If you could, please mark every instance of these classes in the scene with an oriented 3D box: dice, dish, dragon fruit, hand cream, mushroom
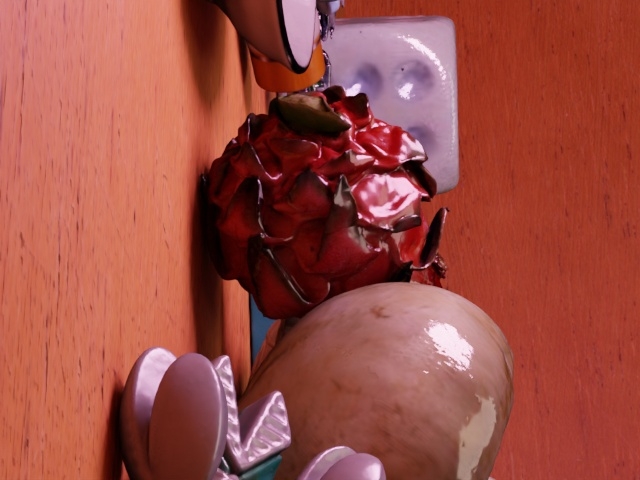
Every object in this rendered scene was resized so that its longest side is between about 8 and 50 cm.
[{"bbox_3d":[0.077,-0.205,2.113,0.262,0.268,0.265,-73,161,-78],"label":"dice"},{"bbox_3d":[-0.065,-0.313,1.322,0.316,0.106,0.317,1,90,-85],"label":"dish"},{"bbox_3d":[0.000,0.000,1.303,0.234,0.233,0.293,-79,160,-72],"label":"dragon fruit"},{"bbox_3d":[-0.063,-0.322,1.557,0.140,0.089,0.314,-110,-175,-51],"label":"hand cream"},{"bbox_3d":[0.040,0.201,1.164,0.352,0.260,0.352,-53,177,-5],"label":"mushroom"}]

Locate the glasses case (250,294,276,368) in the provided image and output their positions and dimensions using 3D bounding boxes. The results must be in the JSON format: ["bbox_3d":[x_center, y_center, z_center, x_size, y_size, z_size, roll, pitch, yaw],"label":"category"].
[{"bbox_3d":[-0.046,0.130,1.666,0.117,0.070,0.301,-18,105,-86],"label":"glasses case"}]

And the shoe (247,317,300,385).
[{"bbox_3d":[-0.024,0.218,1.475,0.210,0.132,0.342,138,-36,-76],"label":"shoe"}]

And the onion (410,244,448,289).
[{"bbox_3d":[0.066,0.094,1.986,0.276,0.276,0.276,-2,90,-86],"label":"onion"}]

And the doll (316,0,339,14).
[{"bbox_3d":[-0.025,-0.400,1.636,0.177,0.141,0.314,31,-28,43],"label":"doll"}]

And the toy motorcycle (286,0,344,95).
[{"bbox_3d":[-0.024,-0.298,1.895,0.159,0.106,0.271,11,74,-80],"label":"toy motorcycle"}]

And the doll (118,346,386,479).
[{"bbox_3d":[-0.049,0.192,0.922,0.195,0.153,0.258,15,54,-48],"label":"doll"}]
